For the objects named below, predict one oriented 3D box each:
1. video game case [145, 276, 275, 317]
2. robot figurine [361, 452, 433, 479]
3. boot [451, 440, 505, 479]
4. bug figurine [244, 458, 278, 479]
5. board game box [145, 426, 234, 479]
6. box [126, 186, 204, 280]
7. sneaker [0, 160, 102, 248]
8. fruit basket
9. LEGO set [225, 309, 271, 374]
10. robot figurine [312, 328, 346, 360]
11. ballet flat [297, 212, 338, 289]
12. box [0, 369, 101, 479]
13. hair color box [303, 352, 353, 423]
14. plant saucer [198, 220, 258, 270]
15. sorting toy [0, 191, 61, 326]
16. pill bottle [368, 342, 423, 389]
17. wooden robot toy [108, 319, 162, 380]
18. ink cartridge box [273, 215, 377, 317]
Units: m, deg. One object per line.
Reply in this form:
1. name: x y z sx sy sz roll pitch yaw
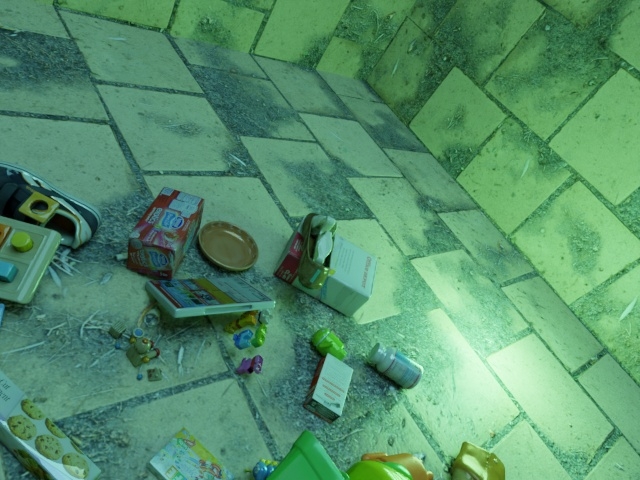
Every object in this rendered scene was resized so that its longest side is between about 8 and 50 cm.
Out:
1. video game case: -0.293 0.146 1.276 0.285 0.025 0.204 1 15 -40
2. robot figurine: 0.176 0.594 1.159 0.220 0.128 0.158 9 57 -34
3. boot: 0.497 0.714 1.318 0.295 0.104 0.211 40 35 12
4. bug figurine: -0.058 0.596 1.006 0.216 0.072 0.279 18 39 -25
5. board game box: -0.270 0.483 0.993 0.154 0.026 0.103 41 36 6
6. box: -0.431 -0.024 1.339 0.128 0.122 0.256 17 37 -5
7. sneaker: -0.721 -0.087 1.179 0.321 0.126 0.127 25 31 -18
8. fruit basket: 0.073 0.539 0.903 0.392 0.282 0.392 7 51 -9
9. LEGO set: -0.206 0.254 1.276 0.087 0.093 0.227 57 20 -28
10. robot figurine: 0.023 0.310 1.408 0.115 0.067 0.101 44 8 11
11. ballet flat: 0.000 0.000 1.475 0.116 0.124 0.342 26 39 -12
12. box: -0.548 0.350 0.878 0.324 0.063 0.067 41 34 7
13. hair color box: 0.024 0.405 1.313 0.093 0.053 0.167 34 34 -5
14. plant saucer: -0.292 0.022 1.498 0.200 0.037 0.200 23 38 -19
15. sorting toy: -0.699 0.026 1.031 0.196 0.047 0.347 18 60 -13
16. pill bottle: 0.232 0.388 1.480 0.160 0.087 0.087 34 35 -4
17. wooden robot toy: -0.414 0.242 1.104 0.173 0.079 0.076 47 36 14
18. ink cartridge box: 0.024 0.087 1.611 0.306 0.131 0.226 32 36 -8
